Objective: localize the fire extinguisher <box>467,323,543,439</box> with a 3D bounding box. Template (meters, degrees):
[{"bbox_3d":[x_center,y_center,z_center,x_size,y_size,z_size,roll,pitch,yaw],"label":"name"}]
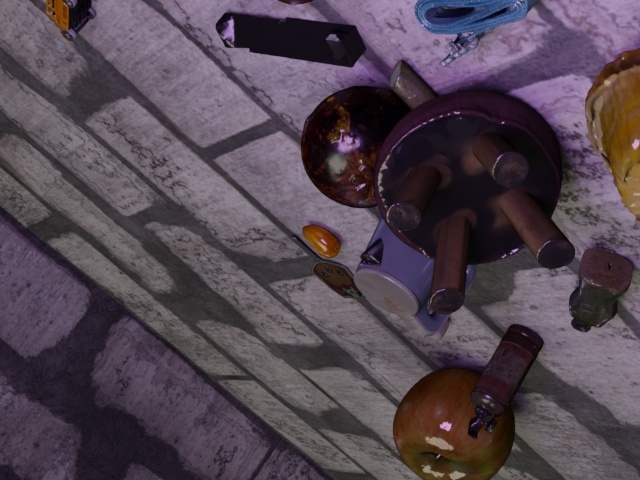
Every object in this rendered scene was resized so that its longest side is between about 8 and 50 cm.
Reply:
[{"bbox_3d":[0.324,0.265,1.929,0.075,0.252,0.106,25,154,23],"label":"fire extinguisher"}]

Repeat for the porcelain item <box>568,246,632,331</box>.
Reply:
[{"bbox_3d":[0.443,0.096,1.679,0.081,0.069,0.216,15,151,12],"label":"porcelain item"}]

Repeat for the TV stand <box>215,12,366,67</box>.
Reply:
[{"bbox_3d":[-0.051,-0.307,1.583,0.256,0.040,0.049,16,151,36],"label":"TV stand"}]

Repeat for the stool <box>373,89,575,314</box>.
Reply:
[{"bbox_3d":[0.208,-0.050,1.425,0.272,0.178,0.272,0,123,1],"label":"stool"}]

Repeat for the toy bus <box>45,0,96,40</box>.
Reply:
[{"bbox_3d":[-0.441,-0.423,1.833,0.074,0.070,0.162,34,155,1],"label":"toy bus"}]

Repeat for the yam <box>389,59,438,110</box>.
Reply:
[{"bbox_3d":[0.136,-0.215,1.516,0.094,0.043,0.043,41,156,-19],"label":"yam"}]

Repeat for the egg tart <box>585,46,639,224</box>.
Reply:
[{"bbox_3d":[0.461,-0.084,1.242,0.345,0.132,0.345,30,158,13],"label":"egg tart"}]

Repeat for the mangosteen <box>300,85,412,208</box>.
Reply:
[{"bbox_3d":[0.057,-0.157,1.586,0.192,0.192,0.217,57,-171,-42],"label":"mangosteen"}]

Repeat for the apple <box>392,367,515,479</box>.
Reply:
[{"bbox_3d":[0.295,0.396,2.257,0.264,0.264,0.264,28,156,14],"label":"apple"}]

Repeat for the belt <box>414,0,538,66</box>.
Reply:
[{"bbox_3d":[0.201,-0.279,1.291,0.179,0.065,0.100,1,130,53],"label":"belt"}]

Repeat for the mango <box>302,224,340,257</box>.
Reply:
[{"bbox_3d":[0.000,0.000,2.098,0.089,0.046,0.060,34,158,12],"label":"mango"}]

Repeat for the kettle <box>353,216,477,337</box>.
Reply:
[{"bbox_3d":[0.172,0.011,1.653,0.159,0.243,0.210,6,146,47],"label":"kettle"}]

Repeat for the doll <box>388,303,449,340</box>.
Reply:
[{"bbox_3d":[0.185,0.124,2.078,0.161,0.059,0.160,27,156,17],"label":"doll"}]

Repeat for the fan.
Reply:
[{"bbox_3d":[0.014,0.059,2.240,0.220,0.009,0.132,43,153,-21],"label":"fan"}]

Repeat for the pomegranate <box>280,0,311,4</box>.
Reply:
[{"bbox_3d":[-0.015,-0.372,1.344,0.159,0.129,0.129,-11,153,-5],"label":"pomegranate"}]
